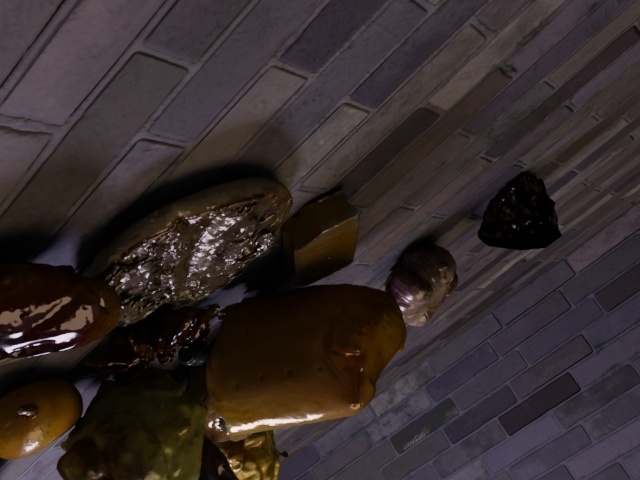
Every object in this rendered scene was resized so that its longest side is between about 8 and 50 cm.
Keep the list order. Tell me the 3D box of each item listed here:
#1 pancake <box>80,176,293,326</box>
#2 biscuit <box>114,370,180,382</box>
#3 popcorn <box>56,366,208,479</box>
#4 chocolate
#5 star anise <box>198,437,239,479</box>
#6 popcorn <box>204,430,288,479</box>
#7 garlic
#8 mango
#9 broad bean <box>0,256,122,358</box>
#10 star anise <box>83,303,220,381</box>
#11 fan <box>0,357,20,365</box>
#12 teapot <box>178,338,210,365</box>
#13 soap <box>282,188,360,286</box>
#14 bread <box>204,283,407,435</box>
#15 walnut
[{"bbox_3d":[-0.220,0.027,1.204,0.382,0.071,0.382,-28,162,-10],"label":"pancake"},{"bbox_3d":[-0.391,0.320,1.667,0.064,0.034,0.199,-35,160,9],"label":"biscuit"},{"bbox_3d":[-0.374,0.417,1.483,0.312,0.312,0.312,-28,159,-12],"label":"popcorn"},{"bbox_3d":[0.520,-0.093,1.941,0.224,0.206,0.177,-22,115,-50],"label":"chocolate"},{"bbox_3d":[-0.338,0.501,1.774,0.118,0.331,0.332,-51,163,-15],"label":"star anise"},{"bbox_3d":[-0.289,0.626,2.141,0.381,0.349,0.349,-5,157,0],"label":"popcorn"},{"bbox_3d":[0.260,0.111,1.966,0.245,0.160,0.245,-31,141,-28],"label":"garlic"},{"bbox_3d":[-0.534,0.338,1.392,0.176,0.119,0.317,-39,171,-14],"label":"mango"},{"bbox_3d":[-0.386,0.086,0.998,0.228,0.122,0.156,2,133,-32],"label":"broad bean"},{"bbox_3d":[-0.319,0.199,1.405,0.288,0.088,0.288,-22,166,-6],"label":"star anise"},{"bbox_3d":[-0.659,0.254,1.172,0.414,0.012,0.233,-22,157,-24],"label":"fan"},{"bbox_3d":[-0.284,0.251,1.659,0.049,0.064,0.083,-4,168,16],"label":"teapot"},{"bbox_3d":[0.000,0.000,1.450,0.140,0.073,0.232,-27,158,-13],"label":"soap"},{"bbox_3d":[-0.020,0.213,1.525,0.394,0.250,0.361,-14,-173,20],"label":"bread"},{"bbox_3d":[-0.222,0.368,1.761,0.225,0.225,0.261,-26,161,-17],"label":"walnut"}]
